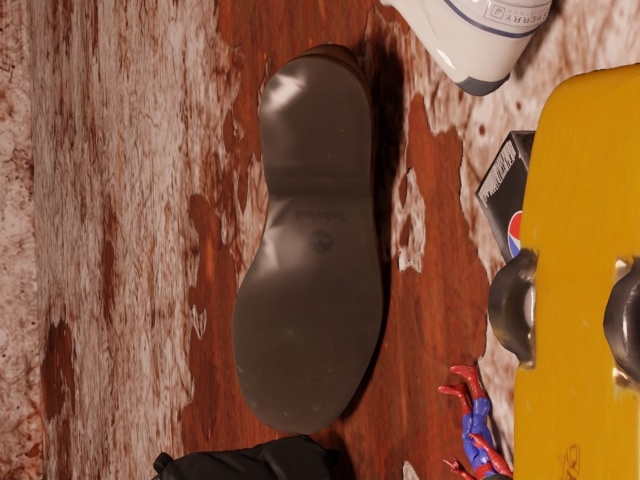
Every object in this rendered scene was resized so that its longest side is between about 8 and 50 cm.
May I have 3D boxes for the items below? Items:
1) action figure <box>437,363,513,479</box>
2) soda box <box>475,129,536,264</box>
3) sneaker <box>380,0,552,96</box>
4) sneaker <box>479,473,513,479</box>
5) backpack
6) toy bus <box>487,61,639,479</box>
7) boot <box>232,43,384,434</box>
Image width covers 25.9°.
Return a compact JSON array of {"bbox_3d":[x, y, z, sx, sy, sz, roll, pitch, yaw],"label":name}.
[{"bbox_3d":[0.099,0.133,0.860,0.038,0.030,0.115,-61,37,43],"label":"action figure"},{"bbox_3d":[0.138,0.021,0.708,0.053,0.060,0.169,112,149,-47],"label":"soda box"},{"bbox_3d":[0.058,-0.193,0.868,0.258,0.094,0.091,-111,34,-41],"label":"sneaker"},{"bbox_3d":[0.130,0.196,0.754,0.076,0.065,0.166,-47,48,38],"label":"sneaker"},{"bbox_3d":[-0.057,0.249,1.112,0.115,0.152,0.182,-100,9,-47],"label":"backpack"},{"bbox_3d":[0.150,0.093,0.579,0.108,0.130,0.332,-177,87,-68],"label":"toy bus"},{"bbox_3d":[0.000,0.000,1.059,0.115,0.112,0.305,-70,-13,-69],"label":"boot"}]
